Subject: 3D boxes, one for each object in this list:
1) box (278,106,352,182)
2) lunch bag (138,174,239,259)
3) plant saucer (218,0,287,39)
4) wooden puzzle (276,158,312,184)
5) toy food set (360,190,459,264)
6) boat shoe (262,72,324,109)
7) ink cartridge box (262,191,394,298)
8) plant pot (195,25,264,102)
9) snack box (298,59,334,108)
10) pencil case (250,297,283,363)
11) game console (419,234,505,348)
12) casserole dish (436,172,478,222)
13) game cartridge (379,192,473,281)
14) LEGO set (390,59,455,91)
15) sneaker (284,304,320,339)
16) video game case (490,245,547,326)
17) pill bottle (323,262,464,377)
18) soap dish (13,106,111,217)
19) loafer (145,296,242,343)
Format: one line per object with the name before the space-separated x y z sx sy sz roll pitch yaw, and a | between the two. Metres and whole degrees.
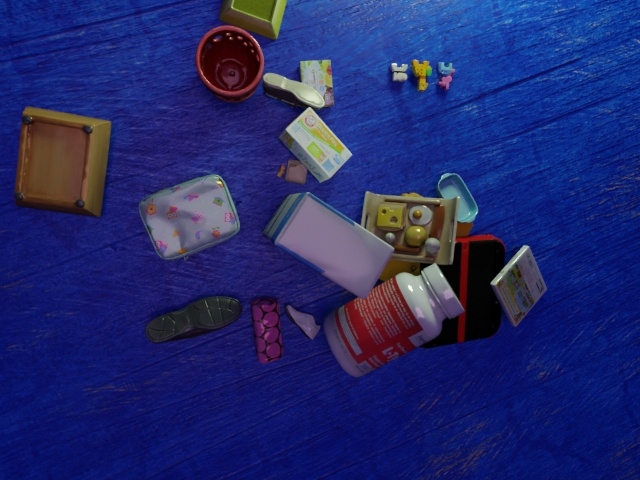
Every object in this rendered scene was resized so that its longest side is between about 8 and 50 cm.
box | -0.018 -0.301 1.410 0.203 0.103 0.114 45 76 -12
lunch bag | -0.400 -0.067 1.370 0.279 0.108 0.224 -21 103 -7
plant saucer | -0.199 -0.744 1.361 0.188 0.045 0.188 15 94 -12
wooden puzzle | -0.080 -0.226 1.462 0.116 0.014 0.079 17 97 -13
toy food set | 0.283 -0.045 1.445 0.306 0.092 0.220 6 84 17
boat shoe | -0.086 -0.455 1.395 0.206 0.065 0.075 23 56 -2
ink cartridge box | 0.000 0.000 1.311 0.285 0.395 0.166 32 87 -13
plant pot | -0.267 -0.507 1.310 0.191 0.174 0.191 -1 97 -11
snack box | -0.013 -0.502 1.429 0.100 0.037 0.141 -7 98 -8
pencil case | -0.172 0.295 1.468 0.098 0.095 0.209 -8 101 -26
game console | 0.496 0.179 1.570 0.341 0.060 0.387 -4 101 -17
casserole dish | 0.469 -0.143 1.542 0.114 0.037 0.188 -28 87 -24
game cartridge | 0.350 0.026 1.560 0.285 0.052 0.324 25 89 -13
LEGO set | 0.349 -0.536 1.472 0.227 0.087 0.093 1 96 -10
sneaker | -0.062 0.267 1.508 0.061 0.053 0.152 -46 106 -19
video game case | 0.723 0.167 1.612 0.206 0.026 0.227 -43 117 -16
pill bottle | 0.232 0.247 1.414 0.407 0.229 0.229 -32 102 13
soap dish | -0.746 -0.223 1.279 0.228 0.118 0.291 8 96 -12
loafer | -0.401 0.259 1.430 0.302 0.095 0.109 -15 69 -13
